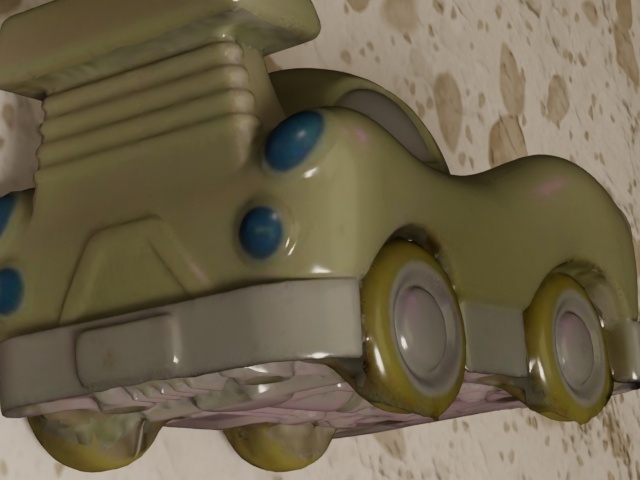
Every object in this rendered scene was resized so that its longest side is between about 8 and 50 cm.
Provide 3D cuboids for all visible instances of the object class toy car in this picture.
[{"bbox_3d":[0.000,0.000,0.875,0.336,0.242,0.226,9,71,-54],"label":"toy car"}]
